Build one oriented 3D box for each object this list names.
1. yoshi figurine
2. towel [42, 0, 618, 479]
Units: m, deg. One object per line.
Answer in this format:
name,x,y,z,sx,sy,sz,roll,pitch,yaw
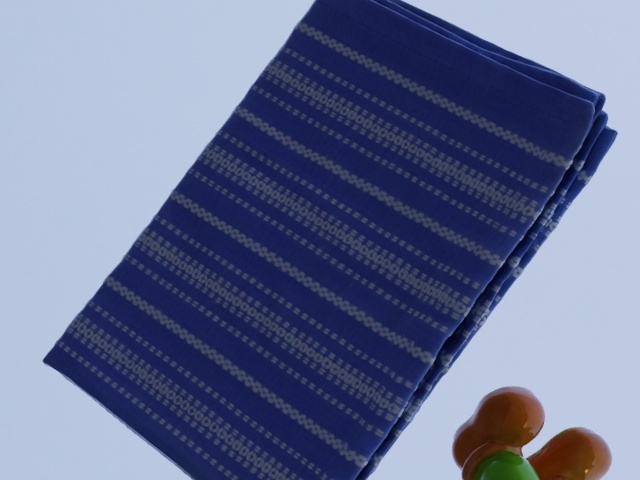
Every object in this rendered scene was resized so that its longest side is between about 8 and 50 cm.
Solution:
yoshi figurine,0.233,0.284,1.166,0.203,0.203,0.362,-8,-136,-2
towel,0.000,0.000,0.892,0.243,0.040,0.336,32,-99,31
